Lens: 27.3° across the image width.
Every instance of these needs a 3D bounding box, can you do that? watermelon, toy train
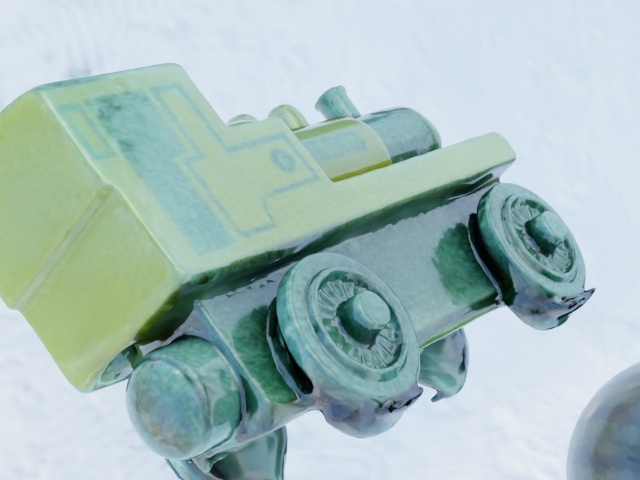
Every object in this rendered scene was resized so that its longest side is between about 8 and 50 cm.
[{"bbox_3d":[0.312,0.196,1.107,0.212,0.212,0.212,-4,78,19],"label":"watermelon"},{"bbox_3d":[0.000,0.000,0.766,0.237,0.369,0.150,54,127,13],"label":"toy train"}]
